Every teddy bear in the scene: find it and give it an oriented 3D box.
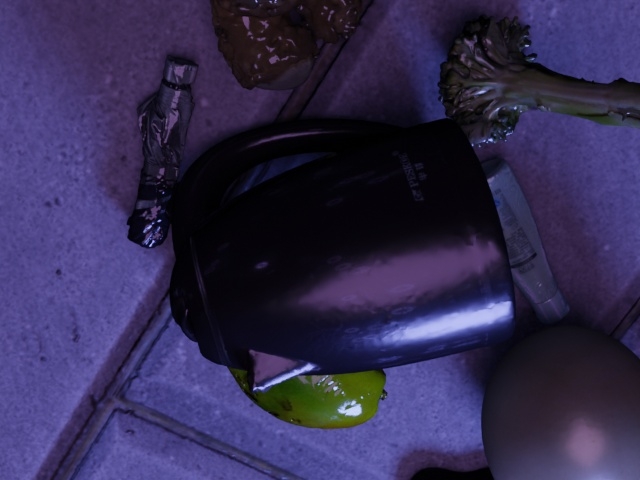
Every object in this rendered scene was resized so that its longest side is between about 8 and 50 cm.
[{"bbox_3d":[0.012,-0.264,0.933,0.256,0.156,0.267,-15,154,1],"label":"teddy bear"}]

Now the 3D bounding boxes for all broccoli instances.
[{"bbox_3d":[0.205,-0.134,0.999,0.204,0.122,0.118,19,113,34],"label":"broccoli"}]

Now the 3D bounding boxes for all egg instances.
[{"bbox_3d":[0.264,0.208,1.152,0.189,0.188,0.253,-10,117,-2],"label":"egg"}]

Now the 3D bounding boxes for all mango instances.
[{"bbox_3d":[-0.040,0.113,1.120,0.233,0.111,0.125,29,104,-14],"label":"mango"}]

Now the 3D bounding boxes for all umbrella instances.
[{"bbox_3d":[-0.154,-0.082,1.052,0.050,0.046,0.188,4,114,-26],"label":"umbrella"}]

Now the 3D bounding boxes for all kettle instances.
[{"bbox_3d":[0.000,0.000,1.010,0.290,0.268,0.207,-15,149,-1],"label":"kettle"}]

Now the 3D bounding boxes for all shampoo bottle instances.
[{"bbox_3d":[0.202,0.006,1.135,0.069,0.041,0.190,-31,114,9],"label":"shampoo bottle"}]

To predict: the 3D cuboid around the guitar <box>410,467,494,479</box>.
[{"bbox_3d":[0.235,0.292,1.267,0.271,0.038,0.083,-6,115,-1],"label":"guitar"}]
